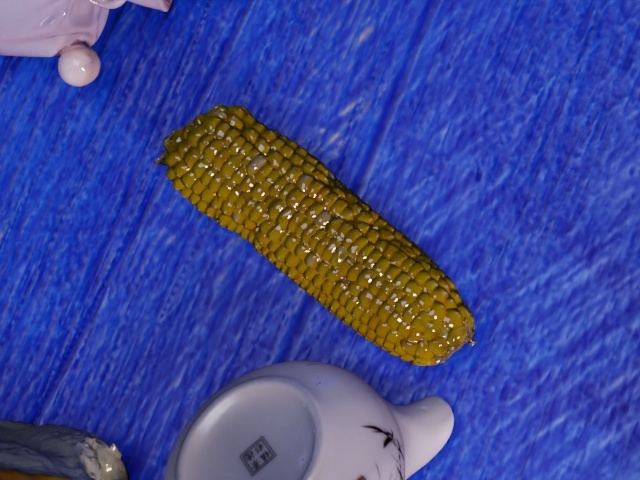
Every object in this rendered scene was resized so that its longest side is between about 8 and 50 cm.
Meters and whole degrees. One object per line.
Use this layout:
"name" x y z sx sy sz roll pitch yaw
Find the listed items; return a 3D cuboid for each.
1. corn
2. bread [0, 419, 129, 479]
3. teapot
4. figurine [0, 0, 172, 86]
"corn" 0.002 -0.002 1.667 0.313 0.102 0.102 40 90 11
"bread" -0.300 0.281 1.610 0.250 0.225 0.279 8 86 14
"teapot" -0.040 0.213 1.620 0.300 0.166 0.208 -46 57 11
"figurine" -0.210 -0.239 1.731 0.275 0.133 0.200 -12 75 8
